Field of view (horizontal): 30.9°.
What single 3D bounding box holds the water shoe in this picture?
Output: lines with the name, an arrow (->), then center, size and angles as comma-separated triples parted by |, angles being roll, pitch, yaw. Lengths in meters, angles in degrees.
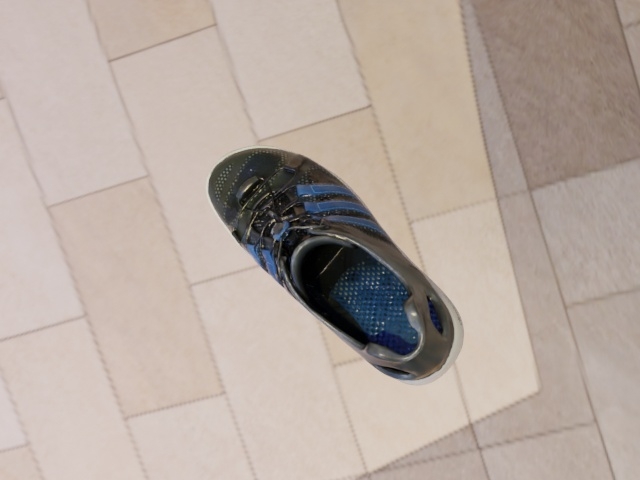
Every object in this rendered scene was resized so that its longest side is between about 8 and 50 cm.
water shoe -> 0.000, 0.000, 0.666 | 0.203, 0.080, 0.073 | 39, 92, 27
